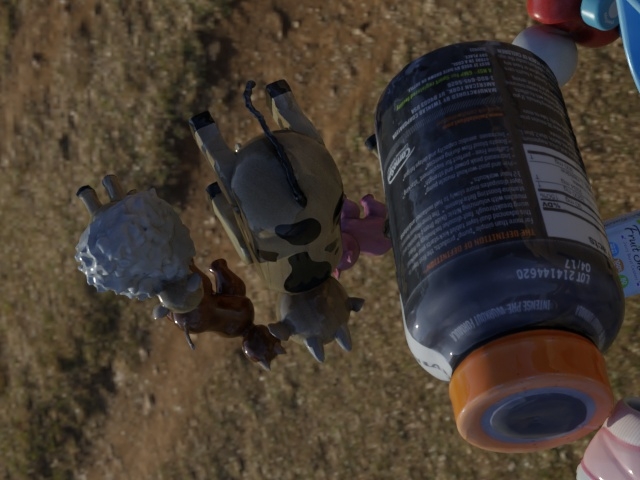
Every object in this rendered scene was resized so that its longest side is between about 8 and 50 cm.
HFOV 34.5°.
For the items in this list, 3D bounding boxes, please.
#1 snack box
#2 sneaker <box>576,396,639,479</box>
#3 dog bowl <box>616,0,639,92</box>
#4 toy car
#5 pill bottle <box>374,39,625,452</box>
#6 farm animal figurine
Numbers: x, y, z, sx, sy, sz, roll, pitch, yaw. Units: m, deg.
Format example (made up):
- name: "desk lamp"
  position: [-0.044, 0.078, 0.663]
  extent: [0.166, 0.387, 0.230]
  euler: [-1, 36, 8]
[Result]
- name: "snack box"
  position: [0.385, 0.022, 1.326]
  extent: [0.141, 0.037, 0.100]
  euler: [-19, 107, 13]
- name: "sneaker"
  position: [0.200, 0.132, 0.549]
  extent: [0.134, 0.051, 0.070]
  euler: [36, 114, 46]
- name: "dog bowl"
  position: [0.339, -0.230, 0.982]
  extent: [0.166, 0.074, 0.297]
  euler: [-107, -5, -51]
- name: "toy car"
  position: [0.396, -0.325, 1.710]
  extent: [0.219, 0.210, 0.238]
  euler: [39, 112, 43]
- name: "pill bottle"
  position: [0.108, 0.003, 0.634]
  extent: [0.130, 0.130, 0.246]
  euler: [-46, 36, 40]
- name: "farm animal figurine"
  position: [0.000, 0.000, 0.891]
  extent: [0.330, 0.327, 0.172]
  euler: [-33, 60, 3]
